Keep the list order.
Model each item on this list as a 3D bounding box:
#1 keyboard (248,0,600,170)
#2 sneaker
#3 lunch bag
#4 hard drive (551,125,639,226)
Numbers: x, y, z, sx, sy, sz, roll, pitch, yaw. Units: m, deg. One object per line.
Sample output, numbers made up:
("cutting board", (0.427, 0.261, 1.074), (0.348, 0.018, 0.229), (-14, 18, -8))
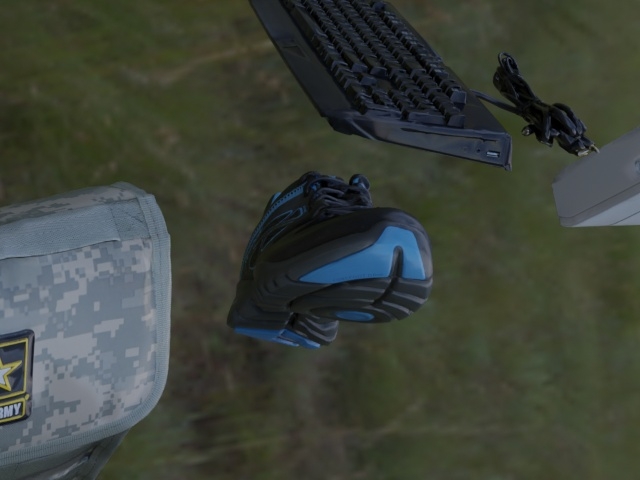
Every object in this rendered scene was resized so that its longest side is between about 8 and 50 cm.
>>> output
("keyboard", (0.068, -0.113, 1.230), (0.317, 0.201, 0.033), (-117, -139, -65))
("sneaker", (0.000, 0.000, 1.530), (0.341, 0.125, 0.140), (157, -56, -69))
("lunch bag", (-0.237, 0.076, 1.172), (0.287, 0.235, 0.169), (-52, -126, 54))
("hard drive", (0.372, -0.064, 1.295), (0.233, 0.353, 0.047), (-33, -116, 59))
